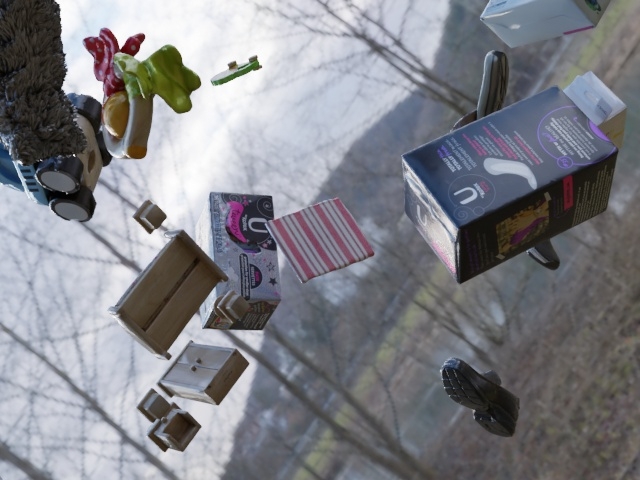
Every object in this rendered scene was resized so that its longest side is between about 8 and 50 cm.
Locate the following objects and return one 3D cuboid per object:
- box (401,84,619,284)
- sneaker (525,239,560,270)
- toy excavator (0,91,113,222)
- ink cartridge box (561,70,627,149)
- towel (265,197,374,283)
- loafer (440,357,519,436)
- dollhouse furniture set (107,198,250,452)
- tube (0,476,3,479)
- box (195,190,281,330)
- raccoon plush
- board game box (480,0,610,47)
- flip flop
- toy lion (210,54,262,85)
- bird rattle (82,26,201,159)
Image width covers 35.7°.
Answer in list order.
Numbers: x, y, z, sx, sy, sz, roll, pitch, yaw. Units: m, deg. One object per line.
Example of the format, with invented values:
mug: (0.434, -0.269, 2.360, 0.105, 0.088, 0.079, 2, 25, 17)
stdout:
box: (0.275, -0.084, 1.464, 0.270, 0.165, 0.143, -25, -36, -12)
sneaker: (0.451, -0.054, 2.088, 0.132, 0.229, 0.086, -47, -25, 15)
toy excavator: (-0.740, -0.254, 2.295, 0.433, 0.445, 0.222, 92, -173, -61)
ink cartridge box: (0.423, -0.191, 1.587, 0.090, 0.092, 0.143, -35, -29, -4)
towel: (0.000, 0.000, 1.943, 0.197, 0.144, 0.029, -20, -21, -37)
loafer: (0.222, 0.205, 1.370, 0.062, 0.170, 0.061, 3, 55, 43)
dollhouse furniture set: (-0.321, 0.158, 1.819, 0.174, 0.355, 0.303, -2, 45, 51)
tube: (-0.592, 0.367, 1.685, 0.052, 0.207, 0.080, -15, -29, -48)
box: (-0.172, 0.044, 2.069, 0.163, 0.142, 0.247, 124, 144, -56)
raccoon plush: (-0.517, -0.333, 1.754, 0.216, 0.299, 0.446, -24, -18, -30)
board game box: (0.435, -0.492, 1.706, 0.303, 0.097, 0.224, -60, 25, -14)
flip flop: (0.267, -0.197, 1.738, 0.112, 0.080, 0.277, -8, -72, -72)
toy lion: (-0.189, -0.365, 2.161, 0.100, 0.034, 0.096, -7, 27, 36)
bird rattle: (-0.320, -0.236, 1.604, 0.143, 0.253, 0.207, 2, -77, -41)
